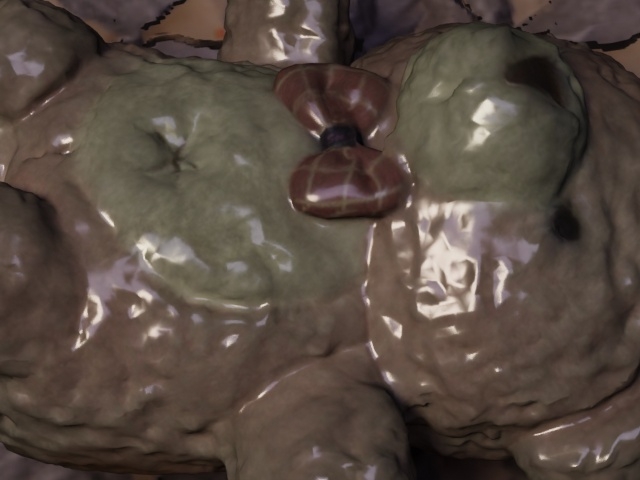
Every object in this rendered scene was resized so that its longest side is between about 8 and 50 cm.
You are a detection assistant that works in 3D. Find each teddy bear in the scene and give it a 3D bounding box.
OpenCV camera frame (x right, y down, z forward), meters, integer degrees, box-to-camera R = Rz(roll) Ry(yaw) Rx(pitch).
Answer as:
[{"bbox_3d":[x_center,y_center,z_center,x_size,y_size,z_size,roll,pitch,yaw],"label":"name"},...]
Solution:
[{"bbox_3d":[-0.001,0.001,0.472,0.267,0.151,0.236,-3,56,4],"label":"teddy bear"}]
